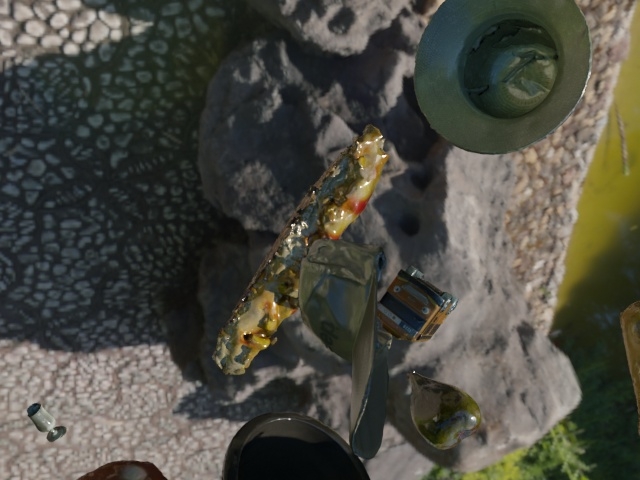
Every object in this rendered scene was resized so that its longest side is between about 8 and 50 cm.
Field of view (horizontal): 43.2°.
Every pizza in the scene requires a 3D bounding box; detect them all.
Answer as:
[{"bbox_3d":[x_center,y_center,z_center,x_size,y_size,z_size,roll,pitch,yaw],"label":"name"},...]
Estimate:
[{"bbox_3d":[0.000,0.000,1.299,0.130,0.440,0.406,34,126,-4],"label":"pizza"}]

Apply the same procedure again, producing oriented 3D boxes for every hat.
[{"bbox_3d":[0.273,-0.241,1.152,0.257,0.257,0.130,-36,160,26],"label":"hat"},{"bbox_3d":[0.019,0.125,0.987,0.149,0.244,0.214,10,141,17],"label":"hat"}]

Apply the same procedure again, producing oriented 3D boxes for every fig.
[{"bbox_3d":[0.256,0.346,1.689,0.127,0.185,0.133,23,114,-20],"label":"fig"}]

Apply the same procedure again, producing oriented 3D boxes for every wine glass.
[{"bbox_3d":[-0.511,0.337,1.505,0.042,0.039,0.083,-7,129,20],"label":"wine glass"}]

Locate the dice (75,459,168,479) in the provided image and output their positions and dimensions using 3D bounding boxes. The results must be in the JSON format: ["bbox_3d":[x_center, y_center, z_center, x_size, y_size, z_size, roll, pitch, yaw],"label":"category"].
[{"bbox_3d":[-0.310,0.469,1.274,0.179,0.174,0.175,-16,131,-36],"label":"dice"}]

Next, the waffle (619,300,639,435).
[{"bbox_3d":[0.422,0.118,0.751,0.098,0.224,0.327,2,159,-15],"label":"waffle"}]

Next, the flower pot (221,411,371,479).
[{"bbox_3d":[-0.061,0.414,1.235,0.269,0.269,0.166,11,137,-32],"label":"flower pot"}]

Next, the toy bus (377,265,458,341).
[{"bbox_3d":[0.165,0.117,1.410,0.114,0.098,0.201,-54,164,4],"label":"toy bus"}]
